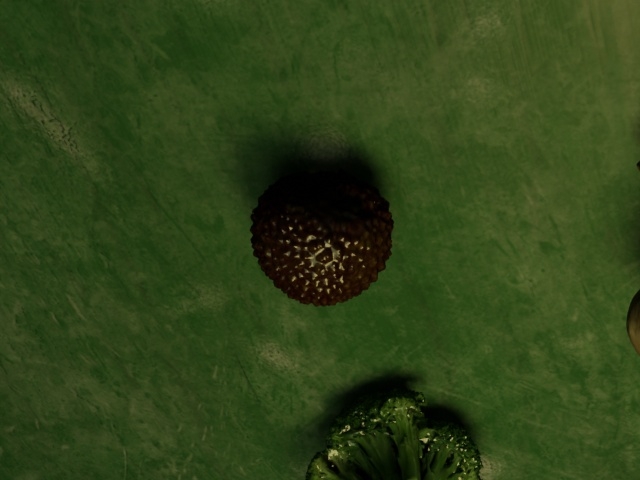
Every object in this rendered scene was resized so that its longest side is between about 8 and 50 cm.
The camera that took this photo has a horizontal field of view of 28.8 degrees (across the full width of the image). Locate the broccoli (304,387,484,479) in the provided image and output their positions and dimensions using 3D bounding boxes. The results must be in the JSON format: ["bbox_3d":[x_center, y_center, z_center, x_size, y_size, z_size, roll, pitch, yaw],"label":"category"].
[{"bbox_3d":[0.105,0.354,1.830,0.269,0.241,0.261,-28,102,-1],"label":"broccoli"}]

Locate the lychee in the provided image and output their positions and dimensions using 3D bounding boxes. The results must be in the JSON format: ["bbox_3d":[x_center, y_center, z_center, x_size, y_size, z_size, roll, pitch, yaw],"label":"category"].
[{"bbox_3d":[0.000,0.000,1.575,0.188,0.188,0.188,7,131,8],"label":"lychee"}]

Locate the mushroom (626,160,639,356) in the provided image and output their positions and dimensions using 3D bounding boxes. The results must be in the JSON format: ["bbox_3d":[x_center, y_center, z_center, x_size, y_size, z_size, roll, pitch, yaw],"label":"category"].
[{"bbox_3d":[0.469,0.020,1.461,0.292,0.292,0.290,-32,84,34],"label":"mushroom"}]
